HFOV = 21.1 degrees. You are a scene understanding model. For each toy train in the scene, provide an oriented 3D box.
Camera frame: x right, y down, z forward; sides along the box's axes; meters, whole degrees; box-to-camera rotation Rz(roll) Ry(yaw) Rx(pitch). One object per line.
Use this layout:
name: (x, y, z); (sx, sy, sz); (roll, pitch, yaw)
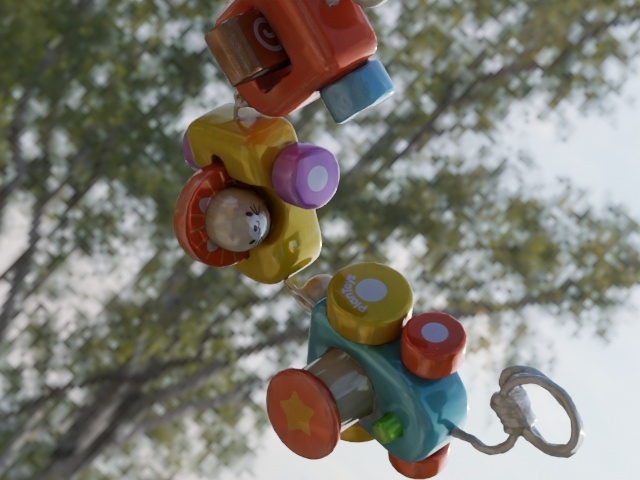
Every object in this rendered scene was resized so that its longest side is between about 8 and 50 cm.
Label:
toy train: (0.000, 0.000, 0.477); (0.166, 0.046, 0.125); (62, -29, -3)
